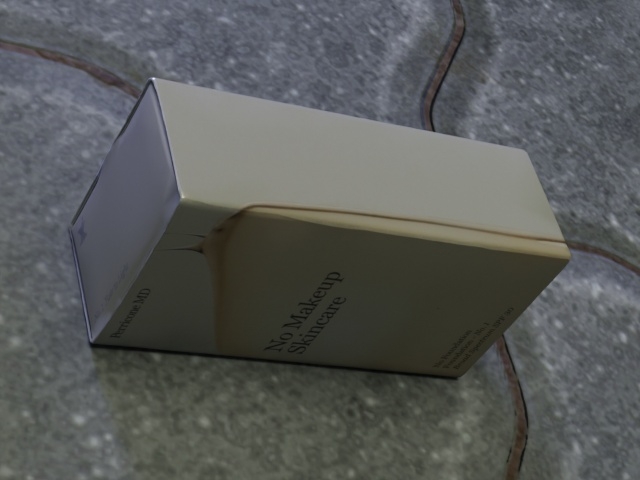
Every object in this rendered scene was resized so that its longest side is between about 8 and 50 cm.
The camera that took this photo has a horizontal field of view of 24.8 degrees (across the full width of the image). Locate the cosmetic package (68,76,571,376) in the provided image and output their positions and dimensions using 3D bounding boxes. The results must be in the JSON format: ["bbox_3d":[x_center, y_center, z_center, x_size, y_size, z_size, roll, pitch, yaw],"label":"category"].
[{"bbox_3d":[0.000,0.000,1.025,0.309,0.160,0.113,6,48,-30],"label":"cosmetic package"}]
